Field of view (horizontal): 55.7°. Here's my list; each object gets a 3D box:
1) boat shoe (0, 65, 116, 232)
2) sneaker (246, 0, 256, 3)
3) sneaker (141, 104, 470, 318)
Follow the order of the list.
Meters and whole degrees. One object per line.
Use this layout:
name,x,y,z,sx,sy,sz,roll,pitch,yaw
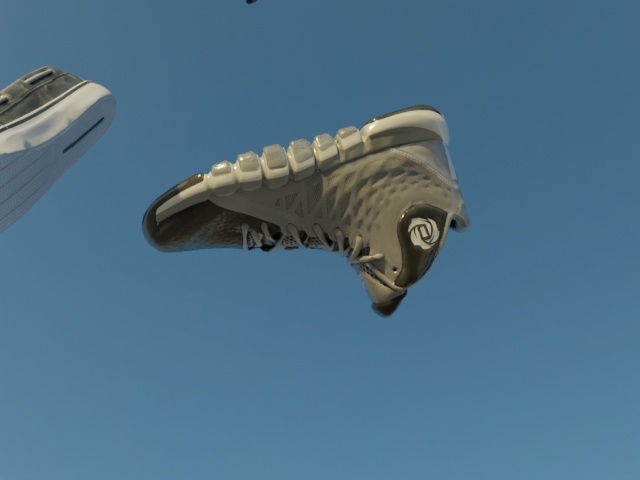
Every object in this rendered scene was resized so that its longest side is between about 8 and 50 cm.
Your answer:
boat shoe,-0.394,-0.110,0.742,0.119,0.335,0.121,27,-50,3
sneaker,-0.154,-0.417,0.923,0.170,0.075,0.063,18,-14,-28
sneaker,0.000,0.000,0.419,0.228,0.086,0.132,-19,-96,-3
